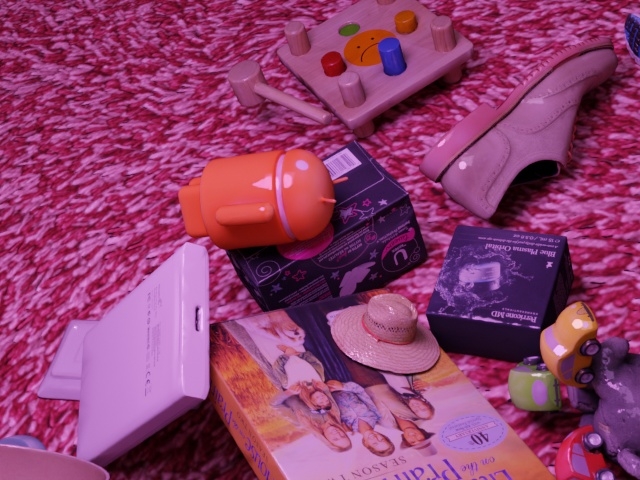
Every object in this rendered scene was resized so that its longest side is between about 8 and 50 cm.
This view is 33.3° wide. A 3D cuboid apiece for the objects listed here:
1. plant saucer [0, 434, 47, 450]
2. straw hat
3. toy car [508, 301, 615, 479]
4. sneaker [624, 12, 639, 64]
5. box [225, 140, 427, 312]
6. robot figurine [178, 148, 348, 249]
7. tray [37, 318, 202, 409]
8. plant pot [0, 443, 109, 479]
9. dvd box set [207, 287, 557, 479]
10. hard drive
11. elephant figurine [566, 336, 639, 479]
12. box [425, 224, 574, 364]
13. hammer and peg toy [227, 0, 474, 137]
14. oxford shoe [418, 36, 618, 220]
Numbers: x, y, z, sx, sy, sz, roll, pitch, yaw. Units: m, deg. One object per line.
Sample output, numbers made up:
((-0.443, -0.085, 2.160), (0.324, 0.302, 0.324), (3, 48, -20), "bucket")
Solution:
((-0.438, 0.318, 1.488), (0.119, 0.021, 0.119), (-10, 46, 11), "plant saucer")
((0.089, 0.101, 1.359), (0.144, 0.061, 0.144), (9, 33, -6), "straw hat")
((0.267, 0.185, 1.251), (0.053, 0.239, 0.225), (-7, 4, -10), "toy car")
((0.552, -0.298, 1.674), (0.082, 0.071, 0.191), (-24, 54, -12), "sneaker")
((0.000, 0.000, 1.539), (0.247, 0.142, 0.163), (-31, 45, -10), "box")
((-0.076, -0.056, 1.429), (0.219, 0.158, 0.128), (-6, 68, 16), "robot figurine")
((-0.279, 0.170, 1.560), (0.270, 0.030, 0.145), (1, 50, 20), "tray")
((-0.410, 0.365, 1.296), (0.284, 0.284, 0.191), (6, 87, 24), "plant pot")
((0.058, 0.224, 1.278), (0.307, 0.062, 0.420), (-9, 39, -28), "dvd box set")
((-0.234, 0.158, 1.388), (0.307, 0.040, 0.203), (-38, 46, 46), "hard drive")
((0.422, 0.172, 1.236), (0.239, 0.169, 0.186), (-7, 75, -7), "elephant figurine")
((0.241, 0.071, 1.422), (0.155, 0.093, 0.158), (6, 53, 24), "box")
((0.048, -0.283, 1.793), (0.361, 0.127, 0.266), (-33, 49, -11), "hammer and peg toy")
((0.328, -0.167, 1.612), (0.397, 0.140, 0.146), (-37, 78, -21), "oxford shoe")
